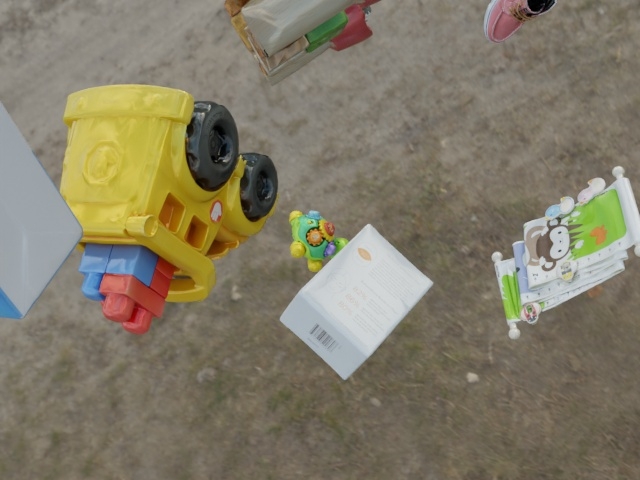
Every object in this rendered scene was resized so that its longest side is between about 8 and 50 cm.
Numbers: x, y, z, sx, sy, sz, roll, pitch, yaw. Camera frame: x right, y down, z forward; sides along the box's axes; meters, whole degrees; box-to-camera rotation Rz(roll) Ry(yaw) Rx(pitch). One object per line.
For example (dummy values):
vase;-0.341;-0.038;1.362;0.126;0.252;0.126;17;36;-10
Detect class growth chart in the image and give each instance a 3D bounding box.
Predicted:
growth chart;0.336;0.012;1.241;0.237;0.021;0.172;-37;41;26

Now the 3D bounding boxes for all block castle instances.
block castle;-0.043;-0.360;1.023;0.213;0.453;0.303;-33;96;1

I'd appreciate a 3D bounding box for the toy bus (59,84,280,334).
toy bus;-0.147;-0.011;0.846;0.149;0.220;0.211;1;69;24

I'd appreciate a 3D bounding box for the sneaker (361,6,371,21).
sneaker;-0.022;-0.396;1.707;0.107;0.279;0.118;55;140;25

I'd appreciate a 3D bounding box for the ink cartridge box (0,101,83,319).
ink cartridge box;-0.218;-0.023;0.431;0.180;0.104;0.060;4;48;26

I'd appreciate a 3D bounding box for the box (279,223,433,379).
box;0.052;0.085;1.277;0.130;0.091;0.170;43;54;6

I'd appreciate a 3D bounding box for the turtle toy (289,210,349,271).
turtle toy;0.000;0.000;1.542;0.066;0.130;0.095;-27;45;25

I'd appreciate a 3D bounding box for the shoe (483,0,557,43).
shoe;0.318;-0.371;1.430;0.081;0.063;0.178;-93;25;-45
